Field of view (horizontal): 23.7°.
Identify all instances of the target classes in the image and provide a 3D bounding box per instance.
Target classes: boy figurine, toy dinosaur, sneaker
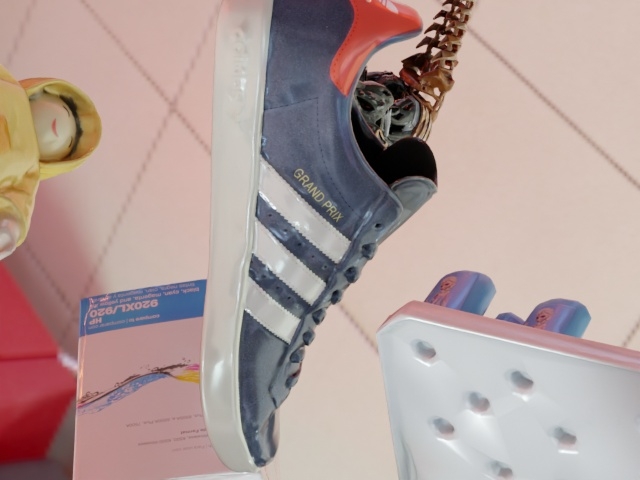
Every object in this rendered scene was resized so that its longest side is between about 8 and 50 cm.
[{"bbox_3d":[-0.247,-0.072,1.123,0.092,0.285,0.177,-17,87,15],"label":"boy figurine"},{"bbox_3d":[0.040,-0.137,1.565,0.164,0.218,0.322,19,82,48],"label":"toy dinosaur"},{"bbox_3d":[0.000,0.000,0.998,0.131,0.148,0.350,-91,5,-65],"label":"sneaker"}]

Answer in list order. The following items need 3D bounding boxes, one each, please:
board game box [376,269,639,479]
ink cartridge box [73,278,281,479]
[{"bbox_3d":[0.229,0.203,0.651,0.390,0.050,0.390,12,131,27],"label":"board game box"},{"bbox_3d":[-0.129,0.181,1.417,0.171,0.168,0.233,80,-177,-46],"label":"ink cartridge box"}]
